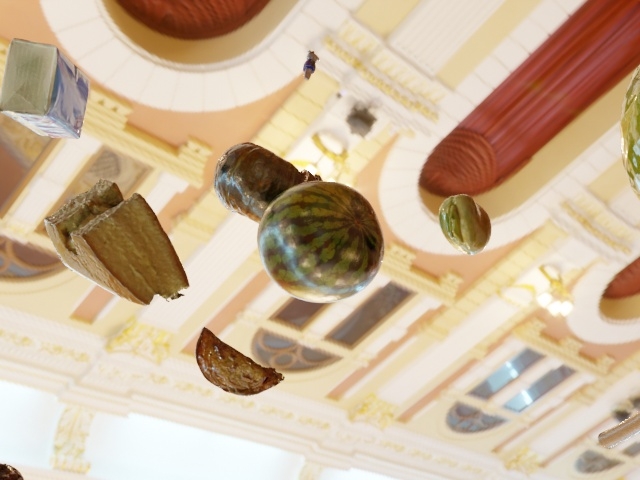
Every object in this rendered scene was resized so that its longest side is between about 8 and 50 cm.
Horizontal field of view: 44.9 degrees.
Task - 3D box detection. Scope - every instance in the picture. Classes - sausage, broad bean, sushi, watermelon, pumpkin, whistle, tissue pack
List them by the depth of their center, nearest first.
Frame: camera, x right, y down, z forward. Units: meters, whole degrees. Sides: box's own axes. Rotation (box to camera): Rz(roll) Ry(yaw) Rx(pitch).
[{"bbox_3d":[0.437,0.266,1.100,0.026,0.116,0.026,10,-125,-14],"label":"sausage"},{"bbox_3d":[-0.514,0.391,1.264,0.099,0.047,0.050,43,-146,-23],"label":"sushi"},{"bbox_3d":[0.320,-0.034,1.687,0.174,0.082,0.124,30,-117,-44],"label":"broad bean"},{"bbox_3d":[-0.021,-0.380,1.690,0.033,0.029,0.083,32,-126,-27],"label":"whistle"},{"bbox_3d":[0.000,0.000,1.762,0.285,0.285,0.285,35,-153,-21],"label":"watermelon"},{"bbox_3d":[-0.729,-0.397,2.073,0.146,0.198,0.263,8,174,0],"label":"tissue pack"},{"bbox_3d":[-0.141,-0.137,2.076,0.320,0.192,0.320,26,178,1],"label":"pumpkin"}]

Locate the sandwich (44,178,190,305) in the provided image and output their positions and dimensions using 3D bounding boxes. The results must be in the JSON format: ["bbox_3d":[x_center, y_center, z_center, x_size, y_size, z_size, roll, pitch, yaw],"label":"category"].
[{"bbox_3d":[-0.298,0.007,1.157,0.236,0.128,0.122,20,-135,42],"label":"sandwich"}]

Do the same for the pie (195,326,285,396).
[{"bbox_3d":[-0.171,0.254,1.515,0.191,0.088,0.033,30,175,4],"label":"pie"}]

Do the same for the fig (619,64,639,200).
[{"bbox_3d":[0.541,-0.121,0.969,0.343,0.343,0.343,35,-153,-21],"label":"fig"}]
